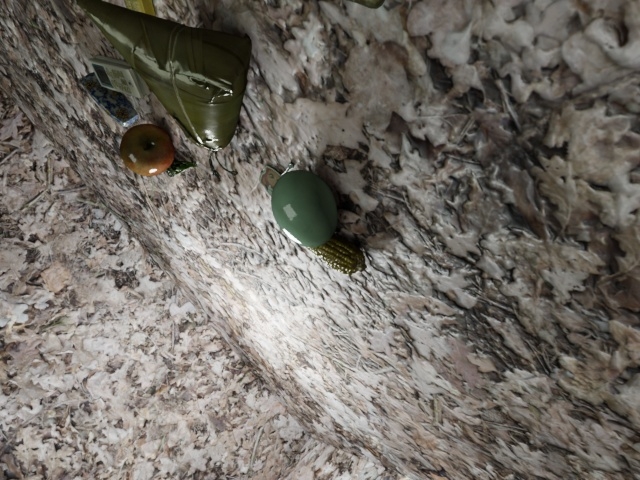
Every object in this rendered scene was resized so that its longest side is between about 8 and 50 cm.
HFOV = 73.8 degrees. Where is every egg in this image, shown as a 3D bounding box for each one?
[{"bbox_3d":[-0.040,-0.082,1.140,0.168,0.168,0.231,14,141,43],"label":"egg"}]

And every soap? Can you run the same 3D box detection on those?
[{"bbox_3d":[-0.500,-0.622,1.196,0.092,0.037,0.252,34,147,18],"label":"soap"}]

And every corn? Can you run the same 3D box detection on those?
[{"bbox_3d":[0.000,0.000,1.269,0.320,0.097,0.097,35,148,23],"label":"corn"}]

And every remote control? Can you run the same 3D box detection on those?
[{"bbox_3d":[-0.709,-0.575,1.494,0.277,0.055,0.103,24,143,32],"label":"remote control"}]

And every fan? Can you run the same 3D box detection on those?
[{"bbox_3d":[-0.122,-0.180,1.283,0.132,0.009,0.220,48,150,-4],"label":"fan"}]

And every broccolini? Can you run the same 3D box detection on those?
[{"bbox_3d":[-0.541,-0.283,1.634,0.201,0.058,0.074,7,140,48],"label":"broccolini"}]

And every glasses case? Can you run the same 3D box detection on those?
[{"bbox_3d":[-0.806,-0.538,1.629,0.248,0.087,0.065,44,163,1],"label":"glasses case"}]

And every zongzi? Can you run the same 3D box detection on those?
[{"bbox_3d":[-0.382,-0.382,1.118,0.418,0.181,0.447,19,151,-8],"label":"zongzi"}]

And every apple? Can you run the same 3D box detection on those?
[{"bbox_3d":[-0.636,-0.330,1.569,0.188,0.188,0.174,55,154,-15],"label":"apple"}]

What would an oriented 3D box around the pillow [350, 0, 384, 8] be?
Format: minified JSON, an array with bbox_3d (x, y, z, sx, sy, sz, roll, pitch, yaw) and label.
[{"bbox_3d":[0.059,-0.486,0.664,0.130,0.033,0.217,34,148,25],"label":"pillow"}]
